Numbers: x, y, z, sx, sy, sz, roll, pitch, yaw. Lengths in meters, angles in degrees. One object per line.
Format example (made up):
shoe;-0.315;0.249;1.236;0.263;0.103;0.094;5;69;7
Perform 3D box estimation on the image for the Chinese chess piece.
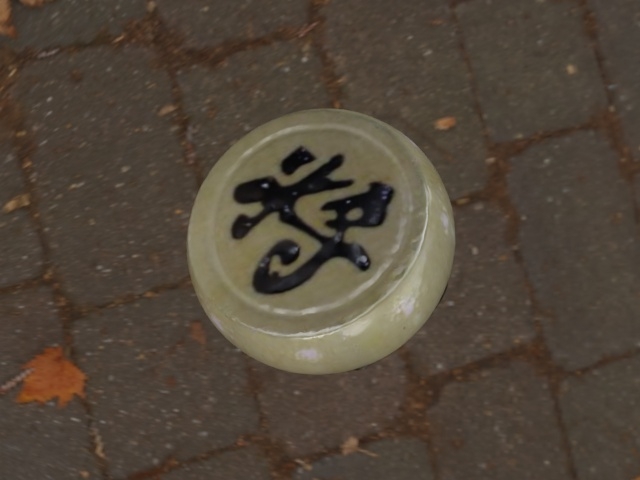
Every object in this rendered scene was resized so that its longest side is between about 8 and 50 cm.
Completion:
Chinese chess piece;0.000;0.000;1.232;0.257;0.257;0.104;-64;154;-15
